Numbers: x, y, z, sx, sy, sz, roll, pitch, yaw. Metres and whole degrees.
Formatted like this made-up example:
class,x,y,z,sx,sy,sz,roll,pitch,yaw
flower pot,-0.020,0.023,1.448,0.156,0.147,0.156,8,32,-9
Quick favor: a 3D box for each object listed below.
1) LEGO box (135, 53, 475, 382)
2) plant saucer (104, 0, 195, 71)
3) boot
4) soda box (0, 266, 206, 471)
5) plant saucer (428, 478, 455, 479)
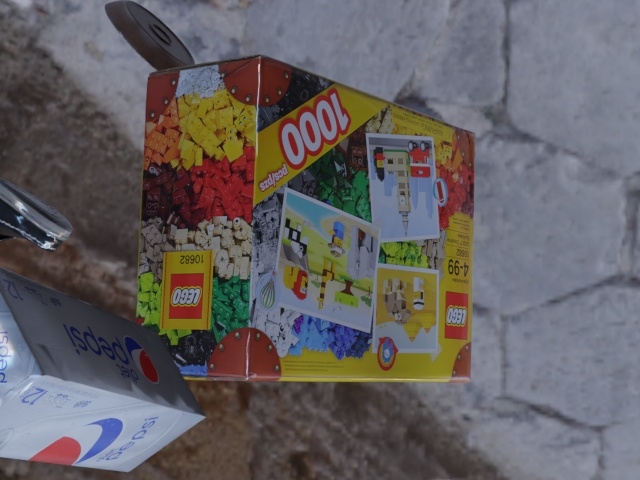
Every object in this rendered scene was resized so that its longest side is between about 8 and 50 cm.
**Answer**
class,x,y,z,sx,sy,sz,roll,pitch,yaw
LEGO box,0.000,0.000,1.503,0.193,0.372,0.500,-3,173,37
plant saucer,-0.237,-0.288,1.634,0.029,0.168,0.168,-42,124,14
boot,-0.553,0.025,1.659,0.377,0.284,0.138,21,170,30
soda box,-0.196,0.109,0.879,0.091,0.098,0.286,-35,159,5
plant saucer,0.135,0.519,1.502,0.100,0.400,0.400,7,146,-33
